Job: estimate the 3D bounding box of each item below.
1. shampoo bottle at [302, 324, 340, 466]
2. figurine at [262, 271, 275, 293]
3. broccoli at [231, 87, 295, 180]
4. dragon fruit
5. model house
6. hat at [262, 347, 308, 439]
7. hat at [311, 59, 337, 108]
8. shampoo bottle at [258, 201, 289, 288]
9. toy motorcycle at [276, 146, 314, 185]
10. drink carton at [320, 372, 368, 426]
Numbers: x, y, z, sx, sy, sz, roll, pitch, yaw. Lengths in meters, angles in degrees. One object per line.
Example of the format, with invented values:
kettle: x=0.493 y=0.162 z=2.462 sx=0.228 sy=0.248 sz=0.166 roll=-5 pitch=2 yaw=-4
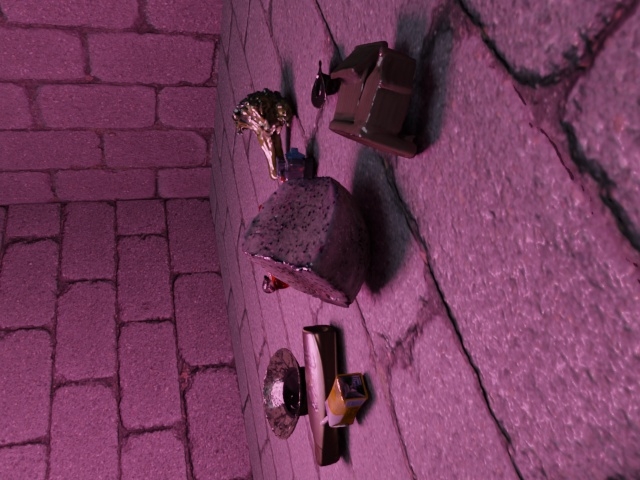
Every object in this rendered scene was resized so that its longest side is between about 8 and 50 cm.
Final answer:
shampoo bottle: x=0.008 y=0.398 z=1.369 sx=0.126 sy=0.084 sz=0.349 roll=-174 pitch=80 yaw=-72
figurine: x=-0.189 y=0.136 z=1.974 sx=0.072 sy=0.054 sz=0.129 roll=-122 pitch=35 yaw=-63
broccoli: x=-0.138 y=-0.341 z=1.653 sx=0.199 sy=0.177 sz=0.274 roll=-26 pitch=98 yaw=36
dragon fruit: x=0.000 y=0.000 z=1.139 sx=0.283 sy=0.204 sz=0.221 roll=10 pitch=72 yaw=46
model house: x=0.093 y=-0.247 z=0.916 sx=0.229 sy=0.123 sz=0.188 roll=-143 pitch=56 yaw=-62
hat: x=-0.060 y=0.429 z=1.515 sx=0.266 sy=0.129 sz=0.265 roll=-6 pitch=83 yaw=64
hat: x=0.012 y=-0.363 z=1.246 sx=0.121 sy=0.051 sz=0.121 roll=179 pitch=90 yaw=-78
shampoo bottle: x=-0.148 y=0.007 z=1.782 sx=0.118 sy=0.076 sz=0.314 roll=107 pitch=153 yaw=-50
toy motorcycle: x=-0.079 y=-0.113 z=1.478 sx=0.182 sy=0.124 sz=0.272 roll=-106 pitch=18 yaw=-62
drink carton: x=0.052 y=0.386 z=1.241 sx=0.200 sy=0.075 sz=0.084 roll=105 pitch=155 yaw=-48
